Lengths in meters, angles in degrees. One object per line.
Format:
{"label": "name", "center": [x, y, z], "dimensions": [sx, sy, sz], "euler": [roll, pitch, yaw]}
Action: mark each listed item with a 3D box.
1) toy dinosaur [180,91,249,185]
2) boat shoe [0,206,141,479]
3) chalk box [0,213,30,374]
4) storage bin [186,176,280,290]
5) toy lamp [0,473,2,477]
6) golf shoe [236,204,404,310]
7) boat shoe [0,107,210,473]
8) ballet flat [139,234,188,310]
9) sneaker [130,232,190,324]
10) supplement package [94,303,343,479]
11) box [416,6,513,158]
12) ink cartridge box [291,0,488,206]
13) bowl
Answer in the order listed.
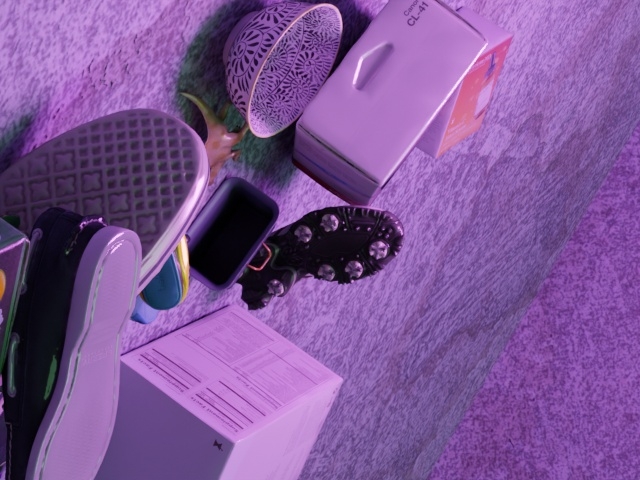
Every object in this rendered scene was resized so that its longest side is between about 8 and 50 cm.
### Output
{"label": "toy dinosaur", "center": [-0.114, -0.121, 1.925], "dimensions": [0.092, 0.053, 0.183], "euler": [-44, 156, -26]}
{"label": "boat shoe", "center": [-0.241, 0.118, 1.520], "dimensions": [0.114, 0.091, 0.302], "euler": [-2, 111, -64]}
{"label": "chalk box", "center": [-0.376, 0.047, 1.413], "dimensions": [0.289, 0.179, 0.180], "euler": [-31, 147, -51]}
{"label": "storage bin", "center": [-0.105, 0.002, 2.084], "dimensions": [0.135, 0.098, 0.091], "euler": [-55, 170, -5]}
{"label": "toy lamp", "center": [-0.311, 0.135, 1.827], "dimensions": [0.275, 0.080, 0.080], "euler": [-59, 159, 4]}
{"label": "golf shoe", "center": [0.000, 0.000, 2.165], "dimensions": [0.273, 0.105, 0.120], "euler": [-17, -163, 34]}
{"label": "boat shoe", "center": [-0.294, 0.076, 1.647], "dimensions": [0.500, 0.187, 0.156], "euler": [-51, 165, -1]}
{"label": "ballet flat", "center": [-0.186, -0.033, 1.854], "dimensions": [0.077, 0.077, 0.231], "euler": [-89, 175, -62]}
{"label": "sneaker", "center": [-0.192, 0.042, 1.960], "dimensions": [0.063, 0.073, 0.162], "euler": [-36, 151, -45]}
{"label": "supplement package", "center": [-0.145, 0.243, 2.186], "dimensions": [0.262, 0.198, 0.199], "euler": [-24, 143, -56]}
{"label": "box", "center": [0.185, -0.226, 2.386], "dimensions": [0.130, 0.091, 0.170], "euler": [-35, 151, -45]}
{"label": "ink cartridge box", "center": [0.077, -0.169, 2.052], "dimensions": [0.226, 0.131, 0.306], "euler": [-53, 180, -4]}
{"label": "bowl", "center": [-0.057, -0.209, 1.882], "dimensions": [0.170, 0.080, 0.170], "euler": [-47, 158, -25]}
